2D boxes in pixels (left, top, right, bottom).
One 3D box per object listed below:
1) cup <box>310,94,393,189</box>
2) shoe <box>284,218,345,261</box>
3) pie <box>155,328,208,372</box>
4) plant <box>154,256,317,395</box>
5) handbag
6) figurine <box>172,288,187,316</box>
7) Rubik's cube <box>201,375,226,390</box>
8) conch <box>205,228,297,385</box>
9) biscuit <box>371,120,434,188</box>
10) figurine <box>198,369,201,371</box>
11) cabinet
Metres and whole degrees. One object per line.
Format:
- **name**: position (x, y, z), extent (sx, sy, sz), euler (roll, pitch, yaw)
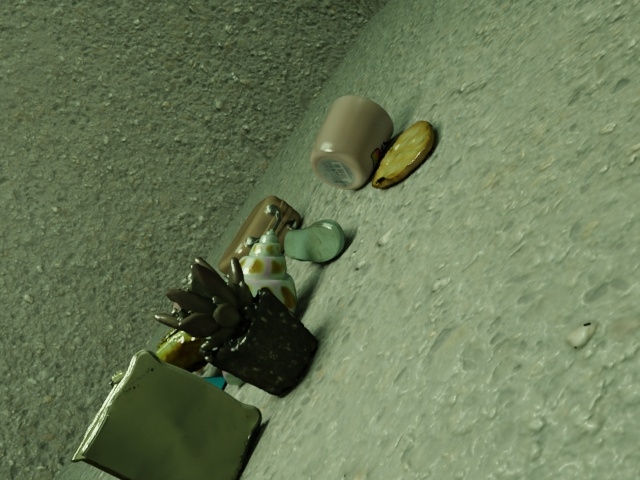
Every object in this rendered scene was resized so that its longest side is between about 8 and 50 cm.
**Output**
- **cup**: position (0.080, -0.246, 1.997), extent (0.253, 0.191, 0.200), euler (90, -158, -59)
- **shoe**: position (0.000, 0.000, 1.824), extent (0.100, 0.103, 0.251), euler (-11, 2, -35)
- **pie**: position (-0.332, 0.282, 1.954), extent (0.354, 0.103, 0.288), euler (-35, -15, -10)
- **plant**: position (-0.175, 0.179, 1.454), extent (0.181, 0.320, 0.194), euler (-42, 16, 45)
- **handbag**: position (-0.186, -0.006, 2.336), extent (0.302, 0.149, 0.283), euler (-58, 11, -25)
- **figurine**: position (-0.396, 0.246, 2.490), extent (0.186, 0.176, 0.287), euler (-13, 5, -37)
- **Rubik's cube**: position (-0.368, 0.477, 1.915), extent (0.250, 0.284, 0.234), euler (-33, -23, -34)
- **conch**: position (-0.168, 0.166, 1.751), extent (0.368, 0.197, 0.249), euler (-51, -3, -1)
- **biscuit**: position (0.205, -0.207, 1.733), extent (0.203, 0.041, 0.260), euler (-53, 14, -11)
- **figurine**: position (-0.364, 0.339, 2.236), extent (0.176, 0.121, 0.122), euler (-48, 40, -17)
- **cabinet**: position (-0.333, 0.411, 1.489), extent (0.318, 0.289, 0.228), euler (-37, 26, 59)
